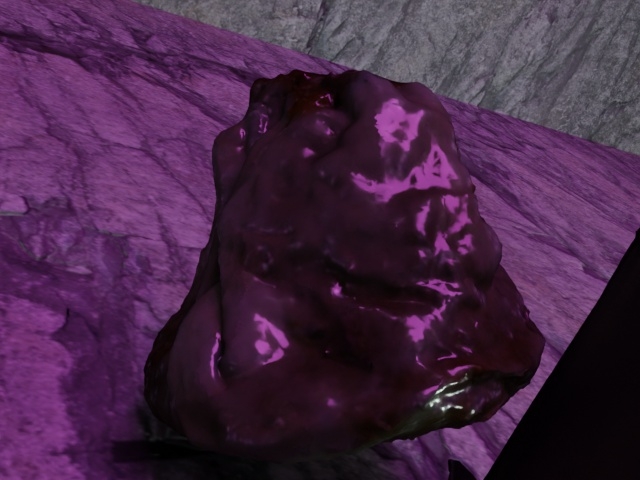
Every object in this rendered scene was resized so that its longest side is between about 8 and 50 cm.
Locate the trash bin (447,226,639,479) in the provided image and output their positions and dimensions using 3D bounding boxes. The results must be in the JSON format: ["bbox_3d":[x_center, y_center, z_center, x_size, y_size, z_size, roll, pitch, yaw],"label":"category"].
[{"bbox_3d":[0.256,0.151,0.758,0.252,0.301,0.203,28,18,0],"label":"trash bin"}]

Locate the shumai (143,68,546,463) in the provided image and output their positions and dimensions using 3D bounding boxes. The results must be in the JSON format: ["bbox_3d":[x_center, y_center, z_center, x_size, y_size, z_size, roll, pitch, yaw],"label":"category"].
[{"bbox_3d":[0.000,0.000,0.763,0.309,0.263,0.304,-5,2,25],"label":"shumai"}]
